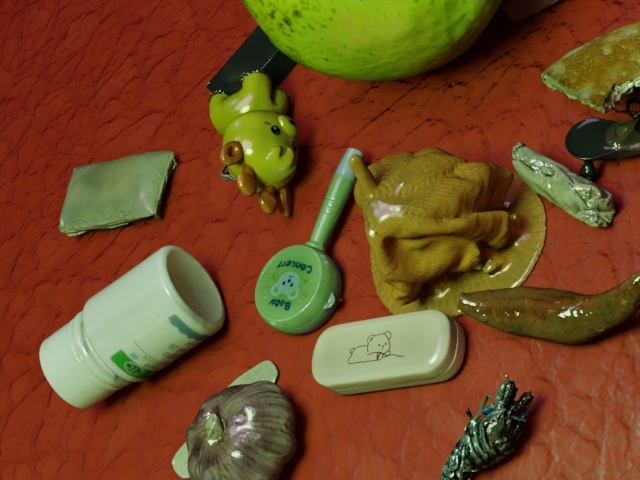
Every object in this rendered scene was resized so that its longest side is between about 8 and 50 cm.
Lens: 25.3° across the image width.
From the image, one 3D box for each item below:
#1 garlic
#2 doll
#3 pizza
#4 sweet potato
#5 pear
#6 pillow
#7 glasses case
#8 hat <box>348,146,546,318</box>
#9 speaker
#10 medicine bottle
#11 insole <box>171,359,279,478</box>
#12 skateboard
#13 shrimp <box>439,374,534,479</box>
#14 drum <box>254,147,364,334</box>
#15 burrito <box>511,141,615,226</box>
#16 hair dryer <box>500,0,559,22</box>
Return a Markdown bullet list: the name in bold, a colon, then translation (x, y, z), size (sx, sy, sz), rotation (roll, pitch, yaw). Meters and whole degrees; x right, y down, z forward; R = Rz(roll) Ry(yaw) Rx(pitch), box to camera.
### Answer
- **garlic**: translation (-0.101, 0.245, 1.744), size (0.159, 0.102, 0.147), rotation (-48, 47, 6)
- **doll**: translation (-0.092, -0.128, 1.942), size (0.135, 0.143, 0.221), rotation (-29, 43, 22)
- **pizza**: translation (0.350, -0.195, 1.605), size (0.181, 0.034, 0.262), rotation (-26, 20, 7)
- **sweet potato**: translation (0.263, 0.076, 1.564), size (0.255, 0.078, 0.058), rotation (-8, 20, 47)
- **pear**: translation (0.084, -0.383, 1.780), size (0.391, 0.391, 0.391), rotation (-20, 54, 30)
- **pillow**: translation (-0.310, -0.072, 2.144), size (0.208, 0.053, 0.119), rotation (-9, 62, 32)
- **glasses case**: translation (0.079, 0.134, 1.696), size (0.196, 0.050, 0.083), rotation (-13, 60, 34)
- **hat**: translation (0.097, -0.049, 1.661), size (0.233, 0.233, 0.244), rotation (-40, 47, 13)
- **speaker**: translation (-0.067, -0.280, 2.070), size (0.218, 0.044, 0.082), rotation (-50, 44, 4)
- **medicine bottle**: translation (-0.255, 0.122, 1.923), size (0.237, 0.139, 0.139), rotation (-36, 47, 19)
- **insole**: translation (-0.123, 0.228, 1.838), size (0.192, 0.010, 0.063), rotation (-49, 45, 6)
- **skateboard**: translation (0.346, -0.124, 1.604), size (0.151, 0.080, 0.067), rotation (-12, 54, 34)
- **shrimp**: translation (0.167, 0.224, 1.549), size (0.076, 0.082, 0.174), rotation (30, 93, 41)
- **drum**: translation (-0.017, 0.002, 1.855), size (0.130, 0.049, 0.253), rotation (-7, 61, 37)
- **burrito**: translation (0.278, -0.061, 1.644), size (0.041, 0.055, 0.149), rotation (-25, 42, -30)
- **hair dryer**: translation (0.280, -0.356, 1.832), size (0.106, 0.054, 0.154), rotation (-29, 40, 31)
